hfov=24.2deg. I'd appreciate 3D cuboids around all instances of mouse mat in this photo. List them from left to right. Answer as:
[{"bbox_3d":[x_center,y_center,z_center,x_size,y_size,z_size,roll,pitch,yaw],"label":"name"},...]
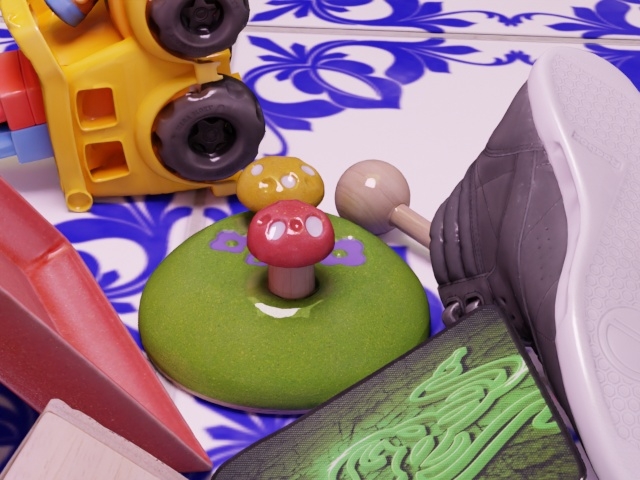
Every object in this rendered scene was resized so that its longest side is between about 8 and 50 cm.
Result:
[{"bbox_3d":[0.029,0.118,0.737,0.190,0.007,0.152,-32,33,8],"label":"mouse mat"}]

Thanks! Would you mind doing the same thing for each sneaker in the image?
[{"bbox_3d":[0.137,0.045,0.818,0.105,0.147,0.295,12,48,-21],"label":"sneaker"}]

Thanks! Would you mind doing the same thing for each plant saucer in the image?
[{"bbox_3d":[-0.191,0.006,0.822,0.048,0.258,0.259,-41,41,0],"label":"plant saucer"}]

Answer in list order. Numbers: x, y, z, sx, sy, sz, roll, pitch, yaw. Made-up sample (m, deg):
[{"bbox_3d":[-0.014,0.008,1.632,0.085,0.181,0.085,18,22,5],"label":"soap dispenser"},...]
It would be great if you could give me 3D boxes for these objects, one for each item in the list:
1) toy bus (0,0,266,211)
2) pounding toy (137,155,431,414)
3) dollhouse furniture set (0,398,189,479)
[{"bbox_3d":[-0.157,-0.133,1.036,0.211,0.220,0.149,-11,39,-8],"label":"toy bus"},{"bbox_3d":[0.000,0.000,0.922,0.237,0.110,0.183,-22,40,-33],"label":"pounding toy"},{"bbox_3d":[-0.282,0.109,0.524,0.394,0.362,0.256,33,31,-7],"label":"dollhouse furniture set"}]
